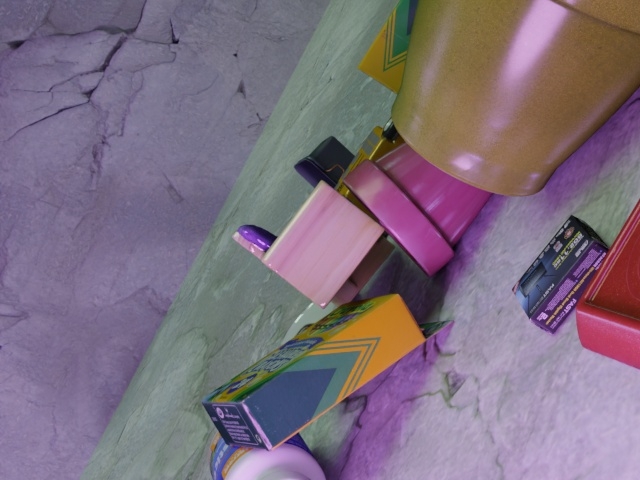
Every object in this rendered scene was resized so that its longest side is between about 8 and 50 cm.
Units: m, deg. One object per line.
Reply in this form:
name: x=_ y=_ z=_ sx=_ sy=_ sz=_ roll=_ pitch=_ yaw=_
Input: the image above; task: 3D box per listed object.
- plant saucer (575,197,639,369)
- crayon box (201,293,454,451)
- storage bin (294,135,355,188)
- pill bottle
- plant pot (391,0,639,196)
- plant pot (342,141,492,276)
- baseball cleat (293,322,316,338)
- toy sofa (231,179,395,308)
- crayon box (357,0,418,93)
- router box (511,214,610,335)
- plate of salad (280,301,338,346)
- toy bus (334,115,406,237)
plant saucer: x=0.365 y=0.007 z=1.122 sx=0.258 sy=0.048 sz=0.259 roll=-59 pitch=14 yaw=-3
crayon box: x=0.006 y=0.171 z=1.601 sx=0.323 sy=0.083 sz=0.203 roll=-32 pitch=5 yaw=-22
storage bin: x=0.030 y=-0.152 z=2.374 sx=0.091 sy=0.135 sz=0.098 roll=-54 pitch=12 yaw=-23
pill bottle: x=-0.074 y=0.352 z=1.640 sx=0.152 sy=0.152 sz=0.272 roll=-58 pitch=14 yaw=0
plant pot: x=0.269 y=-0.260 z=1.475 sx=0.366 sy=0.367 sz=0.353 roll=-85 pitch=18 yaw=-60
plant pot: x=0.163 y=-0.076 z=1.697 sx=0.180 sy=0.201 sz=0.201 roll=-42 pitch=15 yaw=0
baseball cleat: x=0.004 y=0.172 z=1.792 sx=0.206 sy=0.072 sz=0.109 roll=-40 pitch=-34 yaw=-64
toy sofa: x=0.000 y=0.000 z=1.772 sx=0.150 sy=0.177 sz=0.362 roll=-51 pitch=-8 yaw=1
crayon box: x=0.229 y=-0.486 z=2.246 sx=0.313 sy=0.106 sz=0.363 roll=-54 pitch=1 yaw=28
router box: x=0.284 y=0.039 z=1.331 sx=0.122 sy=0.038 sz=0.092 roll=-54 pitch=16 yaw=14
plate of salad: x=-0.005 y=0.161 z=2.002 sx=0.200 sy=0.048 sz=0.200 roll=-43 pitch=16 yaw=16
toy bus: x=0.099 y=-0.096 z=2.070 sx=0.332 sy=0.108 sz=0.130 roll=-57 pitch=13 yaw=8
